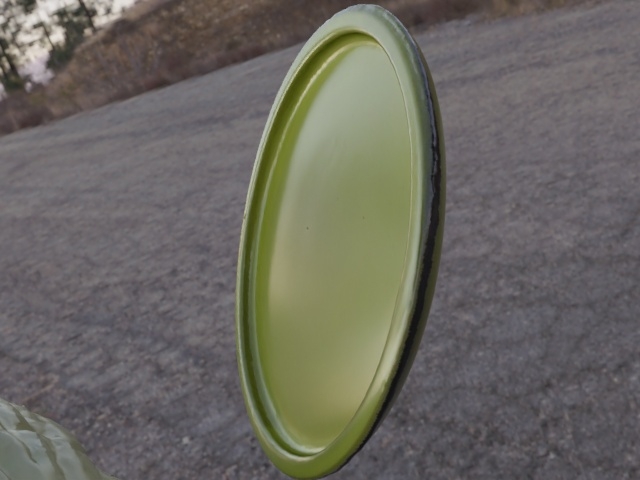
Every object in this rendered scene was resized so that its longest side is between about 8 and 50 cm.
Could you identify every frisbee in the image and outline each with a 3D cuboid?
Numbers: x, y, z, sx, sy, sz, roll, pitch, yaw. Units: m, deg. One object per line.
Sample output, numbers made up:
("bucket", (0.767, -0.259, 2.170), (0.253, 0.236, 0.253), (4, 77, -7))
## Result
("frisbee", (0.000, 0.000, 0.436), (0.017, 0.236, 0.236), (7, 3, -23))

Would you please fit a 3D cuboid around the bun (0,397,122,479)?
("bun", (-0.193, 0.258, 0.448), (0.227, 0.349, 0.353), (-9, 41, 20))
